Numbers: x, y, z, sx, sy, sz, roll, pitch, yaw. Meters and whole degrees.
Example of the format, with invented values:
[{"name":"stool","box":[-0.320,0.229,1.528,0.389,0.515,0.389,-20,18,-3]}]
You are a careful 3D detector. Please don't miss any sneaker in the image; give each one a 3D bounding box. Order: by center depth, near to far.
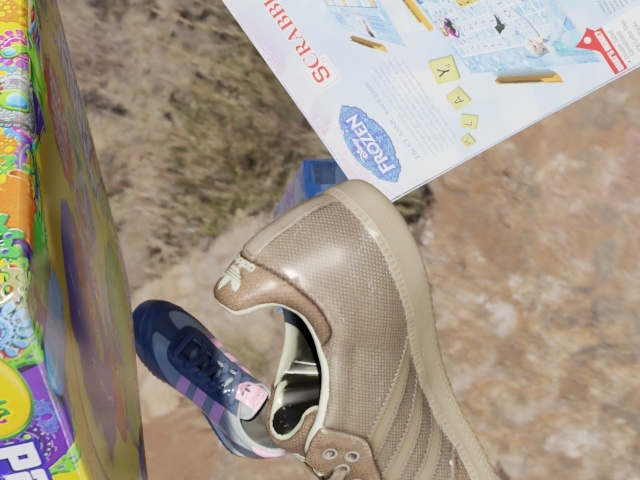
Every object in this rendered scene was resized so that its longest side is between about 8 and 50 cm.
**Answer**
[{"name":"sneaker","box":[0.014,0.069,0.461,0.071,0.188,0.066,-28,26,-16]},{"name":"sneaker","box":[-0.143,0.201,1.773,0.131,0.319,0.112,-4,45,51]}]

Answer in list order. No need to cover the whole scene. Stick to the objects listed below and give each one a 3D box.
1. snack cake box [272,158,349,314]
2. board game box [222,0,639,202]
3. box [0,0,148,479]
[{"name":"snack cake box","box":[0.000,0.000,1.624,0.264,0.089,0.152,127,139,-71]},{"name":"board game box","box":[0.084,-0.226,1.021,0.318,0.066,0.318,-28,104,30]},{"name":"box","box":[-0.189,0.033,0.553,0.177,0.290,0.279,-10,47,-5]}]
